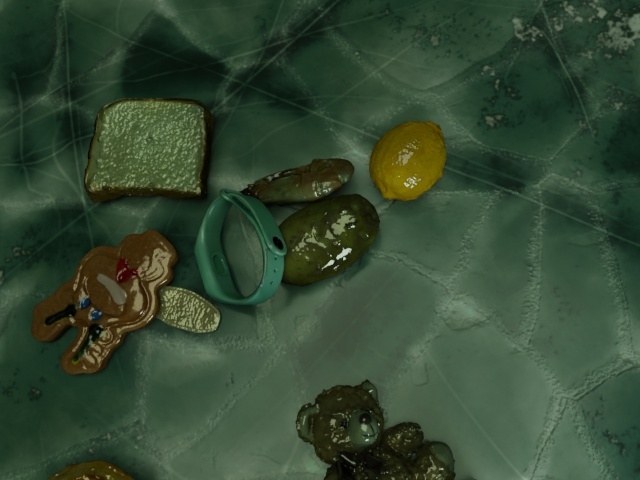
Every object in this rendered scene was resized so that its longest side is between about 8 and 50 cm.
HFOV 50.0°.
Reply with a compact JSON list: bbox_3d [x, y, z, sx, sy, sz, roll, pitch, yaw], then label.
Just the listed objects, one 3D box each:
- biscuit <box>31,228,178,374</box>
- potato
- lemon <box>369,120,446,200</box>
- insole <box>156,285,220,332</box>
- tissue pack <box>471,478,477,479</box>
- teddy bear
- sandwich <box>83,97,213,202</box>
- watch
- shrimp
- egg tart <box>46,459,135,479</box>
[{"bbox_3d":[-0.430,0.114,1.390,0.334,0.047,0.202,-44,75,-3],"label":"biscuit"},{"bbox_3d":[0.000,0.000,1.347,0.251,0.113,0.149,-35,81,9],"label":"potato"},{"bbox_3d":[0.176,-0.161,1.351,0.142,0.142,0.187,37,79,14],"label":"lemon"},{"bbox_3d":[-0.319,0.127,1.400,0.248,0.011,0.081,15,78,10],"label":"insole"},{"bbox_3d":[0.198,0.540,1.191,0.247,0.092,0.148,-26,73,0],"label":"tissue pack"},{"bbox_3d":[0.080,0.372,1.219,0.267,0.156,0.256,-16,71,-39],"label":"teddy bear"},{"bbox_3d":[-0.356,-0.189,1.447,0.251,0.087,0.226,1,77,4],"label":"sandwich"},{"bbox_3d":[-0.162,0.014,1.336,0.195,0.068,0.237,-36,62,32],"label":"watch"},{"bbox_3d":[-0.057,-0.116,1.391,0.267,0.061,0.145,-16,30,23],"label":"shrimp"},{"bbox_3d":[-0.422,0.526,1.262,0.241,0.106,0.240,-2,72,6],"label":"egg tart"}]
